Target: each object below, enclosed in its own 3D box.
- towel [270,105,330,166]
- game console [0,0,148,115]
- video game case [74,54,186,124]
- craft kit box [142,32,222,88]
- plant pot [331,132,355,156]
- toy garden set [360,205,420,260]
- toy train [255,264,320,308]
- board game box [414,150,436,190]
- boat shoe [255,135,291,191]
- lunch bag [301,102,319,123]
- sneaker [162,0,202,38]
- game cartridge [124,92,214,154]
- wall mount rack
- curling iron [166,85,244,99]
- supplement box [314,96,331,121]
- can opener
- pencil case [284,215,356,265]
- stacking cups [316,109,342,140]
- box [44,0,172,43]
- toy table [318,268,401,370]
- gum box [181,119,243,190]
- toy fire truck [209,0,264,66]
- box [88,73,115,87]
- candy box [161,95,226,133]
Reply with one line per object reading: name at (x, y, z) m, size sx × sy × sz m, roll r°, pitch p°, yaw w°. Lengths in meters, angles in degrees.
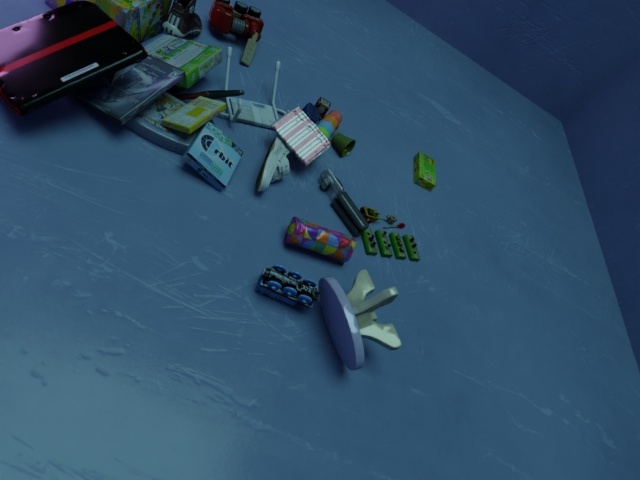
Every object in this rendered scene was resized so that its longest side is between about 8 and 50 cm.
towel at (-0.070, -0.377, 1.668) m, size 0.144 × 0.029 × 0.197 m, roll -42°, pitch 91°, yaw -26°
game console at (-0.735, -0.524, 1.298) m, size 0.386 × 0.060 × 0.342 m, roll -38°, pitch 68°, yaw -22°
video game case at (-0.580, -0.475, 1.417) m, size 0.196 × 0.026 × 0.274 m, roll 28°, pitch 59°, yaw 18°
craft kit box at (-0.507, -0.630, 1.602) m, size 0.246 × 0.061 × 0.250 m, roll 16°, pitch 45°, yaw 11°
plant pot at (0.088, -0.399, 1.883) m, size 0.079 × 0.083 × 0.083 m, roll 42°, pitch 43°, yaw 17°
toy garden set at (0.261, -0.033, 1.734) m, size 0.244 × 0.049 × 0.204 m, roll 8°, pitch 54°, yaw -30°
toy train at (-0.094, 0.135, 1.327) m, size 0.184 × 0.105 × 0.080 m, roll 26°, pitch 56°, yaw -15°
board game box at (0.475, -0.317, 2.099) m, size 0.092 × 0.043 × 0.181 m, roll 25°, pitch 47°, yaw -17°
boat shoe at (-0.149, -0.258, 1.593) m, size 0.096 × 0.098 × 0.277 m, roll 27°, pitch 45°, yaw -13°
lunch bag at (-0.050, -0.501, 1.870) m, size 0.067 × 0.065 × 0.099 m, roll 36°, pitch 41°, yaw -27°
sneaker at (-0.496, -0.877, 1.756) m, size 0.106 × 0.163 × 0.281 m, roll 27°, pitch 32°, yaw -13°
game cartridge at (-0.511, -0.395, 1.487) m, size 0.297 × 0.062 × 0.198 m, roll 28°, pitch 42°, yaw -14°
wall mount rack at (-0.243, -0.553, 1.732) m, size 0.349 × 0.130 × 0.304 m, roll 4°, pitch 55°, yaw -33°
curling iron at (-0.398, -0.509, 1.576) m, size 0.273 × 0.068 × 0.035 m, roll 3°, pitch 32°, yaw -1°
supplement box at (0.000, -0.548, 1.924) m, size 0.054 × 0.083 × 0.043 m, roll 26°, pitch 47°, yaw -15°
can opener at (0.087, -0.147, 1.685) m, size 0.093 × 0.074 × 0.281 m, roll -17°, pitch 68°, yaw -42°
pencil case at (0.000, 0.000, 1.503) m, size 0.236 × 0.104 × 0.105 m, roll 21°, pitch 48°, yaw -23°
stacking cups at (0.016, -0.436, 1.842) m, size 0.096 × 0.096 × 0.316 m, roll 37°, pitch 45°, yaw -5°
box at (-0.723, -0.844, 1.595) m, size 0.289 × 0.177 × 0.279 m, roll 36°, pitch 45°, yaw -6°
toy table at (0.113, 0.218, 1.332) m, size 0.160 × 0.252 × 0.275 m, roll -13°, pitch 75°, yaw -21°
gum box at (-0.341, -0.275, 1.482) m, size 0.157 × 0.041 × 0.185 m, roll 43°, pitch 41°, yaw -28°
toy fire truck at (-0.343, -0.865, 1.910) m, size 0.216 × 0.159 × 0.247 m, roll 7°, pitch 44°, yaw -30°
box at (-0.711, -0.544, 1.394) m, size 0.155 × 0.093 × 0.159 m, roll -2°, pitch 53°, yaw -1°
candy box at (-0.403, -0.408, 1.486) m, size 0.105 × 0.027 × 0.206 m, roll 18°, pitch 42°, yaw 17°
